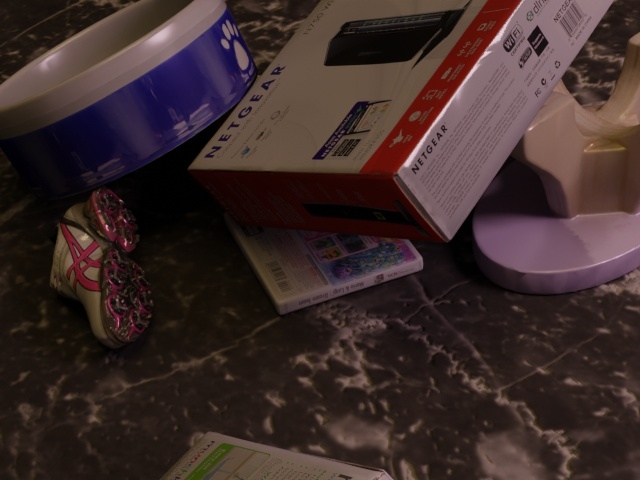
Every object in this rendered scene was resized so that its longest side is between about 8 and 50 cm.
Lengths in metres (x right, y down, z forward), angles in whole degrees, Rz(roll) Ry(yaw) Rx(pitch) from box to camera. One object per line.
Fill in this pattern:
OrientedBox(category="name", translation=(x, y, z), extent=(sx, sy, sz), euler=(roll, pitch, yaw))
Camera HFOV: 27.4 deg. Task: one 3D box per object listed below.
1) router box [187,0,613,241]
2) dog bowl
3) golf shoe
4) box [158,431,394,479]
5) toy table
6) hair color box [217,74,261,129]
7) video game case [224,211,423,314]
OrientedBox(category="router box", translation=(0.077, -0.154, 1.179), extent=(0.301, 0.082, 0.335), euler=(5, 53, 52))
OrientedBox(category="dog bowl", translation=(-0.199, -0.153, 1.311), extent=(0.265, 0.104, 0.265), euler=(-25, 21, 10))
OrientedBox(category="golf shoe", translation=(-0.204, 0.037, 1.197), extent=(0.086, 0.067, 0.186), euler=(-34, 40, 14))
OrientedBox(category="box", translation=(-0.072, 0.244, 0.727), extent=(0.262, 0.127, 0.231), euler=(-45, 18, -23))
OrientedBox(category="toy table", translation=(0.252, -0.087, 1.207), extent=(0.252, 0.161, 0.274), euler=(18, 43, 28))
OrientedBox(category="hair color box", translation=(-0.014, -0.127, 1.379), extent=(0.167, 0.053, 0.093), euler=(3, 40, 14))
OrientedBox(category="video game case", translation=(0.000, 0.000, 1.242), extent=(0.143, 0.019, 0.157), euler=(-17, 38, -14))
